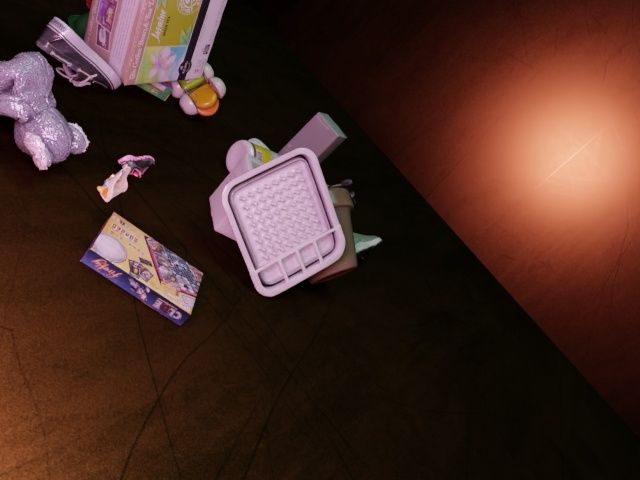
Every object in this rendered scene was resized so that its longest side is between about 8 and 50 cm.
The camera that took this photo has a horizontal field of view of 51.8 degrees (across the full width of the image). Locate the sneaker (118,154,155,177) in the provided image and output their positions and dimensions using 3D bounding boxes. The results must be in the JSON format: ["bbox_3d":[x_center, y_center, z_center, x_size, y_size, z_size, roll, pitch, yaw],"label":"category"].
[{"bbox_3d":[-0.464,-0.186,1.683,0.119,0.047,0.057,-14,81,-63],"label":"sneaker"}]

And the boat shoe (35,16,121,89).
[{"bbox_3d":[-0.645,-0.470,1.765,0.113,0.105,0.306,38,-4,12],"label":"boat shoe"}]

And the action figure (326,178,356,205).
[{"bbox_3d":[-0.015,-0.140,2.258,0.276,0.141,0.164,-8,61,-31],"label":"action figure"}]

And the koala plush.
[{"bbox_3d":[-0.604,-0.256,1.387,0.221,0.203,0.196,55,22,-7],"label":"koala plush"}]

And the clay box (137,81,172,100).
[{"bbox_3d":[-0.554,-0.553,2.136,0.127,0.053,0.222,27,29,-36],"label":"clay box"}]

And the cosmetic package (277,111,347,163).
[{"bbox_3d":[-0.033,-0.348,2.439,0.127,0.238,0.107,49,22,11],"label":"cosmetic package"}]

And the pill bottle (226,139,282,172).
[{"bbox_3d":[-0.194,-0.243,2.138,0.215,0.117,0.117,17,36,-50],"label":"pill bottle"}]

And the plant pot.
[{"bbox_3d":[0.000,0.000,1.942,0.263,0.263,0.229,-4,71,-62],"label":"plant pot"}]

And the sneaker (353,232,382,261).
[{"bbox_3d":[0.132,0.011,2.297,0.108,0.100,0.271,45,22,15],"label":"sneaker"}]

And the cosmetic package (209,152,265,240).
[{"bbox_3d":[-0.190,-0.105,1.819,0.151,0.183,0.151,28,28,-33],"label":"cosmetic package"}]

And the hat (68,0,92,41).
[{"bbox_3d":[-0.658,-0.698,2.031,0.173,0.183,0.208,44,22,-5],"label":"hat"}]

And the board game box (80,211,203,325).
[{"bbox_3d":[-0.372,0.059,1.407,0.243,0.042,0.165,37,23,-18],"label":"board game box"}]

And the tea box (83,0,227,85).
[{"bbox_3d":[-0.487,-0.666,1.960,0.220,0.329,0.323,40,36,20],"label":"tea box"}]

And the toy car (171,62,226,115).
[{"bbox_3d":[-0.407,-0.492,2.201,0.182,0.159,0.136,52,-11,18],"label":"toy car"}]

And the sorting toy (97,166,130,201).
[{"bbox_3d":[-0.472,-0.139,1.531,0.045,0.075,0.083,43,22,-7],"label":"sorting toy"}]

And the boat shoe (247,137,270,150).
[{"bbox_3d":[-0.174,-0.263,2.281,0.226,0.083,0.076,34,34,2],"label":"boat shoe"}]

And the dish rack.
[{"bbox_3d":[-0.100,-0.051,1.715,0.072,0.286,0.332,24,-42,58],"label":"dish rack"}]
